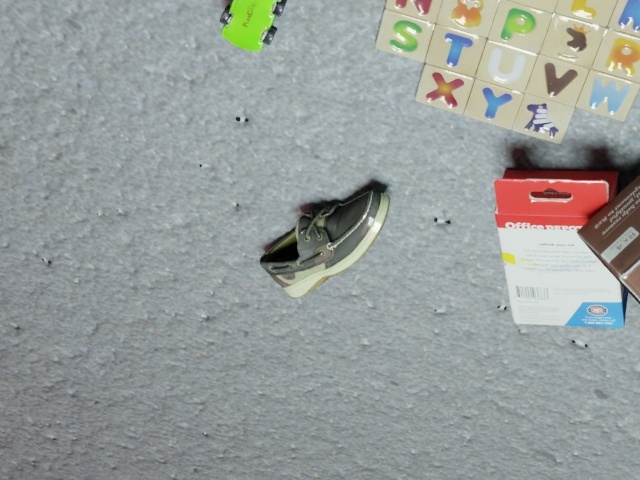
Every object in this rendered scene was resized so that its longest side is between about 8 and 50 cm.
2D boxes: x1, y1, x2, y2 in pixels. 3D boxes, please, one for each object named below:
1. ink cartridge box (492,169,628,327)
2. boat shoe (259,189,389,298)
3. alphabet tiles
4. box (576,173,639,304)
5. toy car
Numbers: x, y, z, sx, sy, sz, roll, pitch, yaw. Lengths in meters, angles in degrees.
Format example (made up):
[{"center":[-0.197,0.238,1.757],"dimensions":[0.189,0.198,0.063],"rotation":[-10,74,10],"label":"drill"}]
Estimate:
[{"center":[0.278,-0.006,1.747],"dimensions":[0.134,0.078,0.231],"rotation":[2,134,18],"label":"ink cartridge box"},{"center":[0.000,-0.001,1.854],"dimensions":[0.073,0.080,0.223],"rotation":[30,141,-18],"label":"boat shoe"},{"center":[0.214,-0.245,1.576],"dimensions":[0.285,0.011,0.342],"rotation":[17,137,3],"label":"alphabet tiles"},{"center":[0.475,0.072,1.656],"dimensions":[0.191,0.143,0.381],"rotation":[-42,116,5],"label":"box"},{"center":[-0.051,-0.293,1.594],"dimensions":[0.239,0.053,0.225],"rotation":[24,138,-3],"label":"toy car"}]
